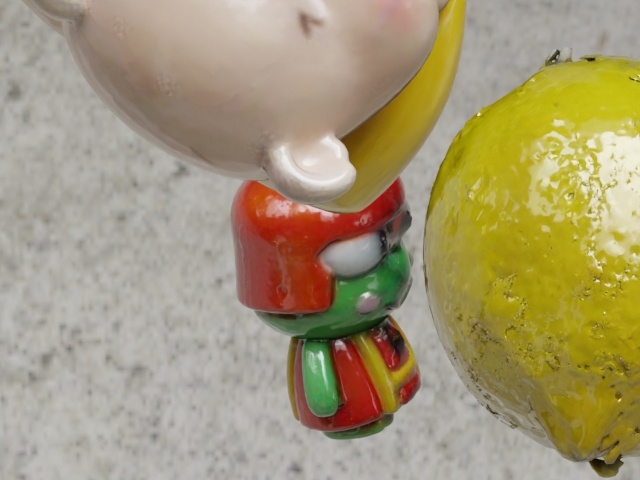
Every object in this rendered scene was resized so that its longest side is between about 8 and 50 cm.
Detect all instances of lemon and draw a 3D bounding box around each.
[{"bbox_3d":[0.130,0.011,0.821,0.173,0.173,0.206,9,61,4],"label":"lemon"}]

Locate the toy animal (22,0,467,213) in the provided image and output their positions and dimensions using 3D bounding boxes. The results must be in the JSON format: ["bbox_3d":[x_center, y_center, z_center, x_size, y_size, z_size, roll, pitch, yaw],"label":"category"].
[{"bbox_3d":[-0.063,-0.183,1.112,0.345,0.277,0.247,42,25,13],"label":"toy animal"}]

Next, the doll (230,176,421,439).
[{"bbox_3d":[0.001,0.000,1.634,0.160,0.363,0.182,5,24,27],"label":"doll"}]
